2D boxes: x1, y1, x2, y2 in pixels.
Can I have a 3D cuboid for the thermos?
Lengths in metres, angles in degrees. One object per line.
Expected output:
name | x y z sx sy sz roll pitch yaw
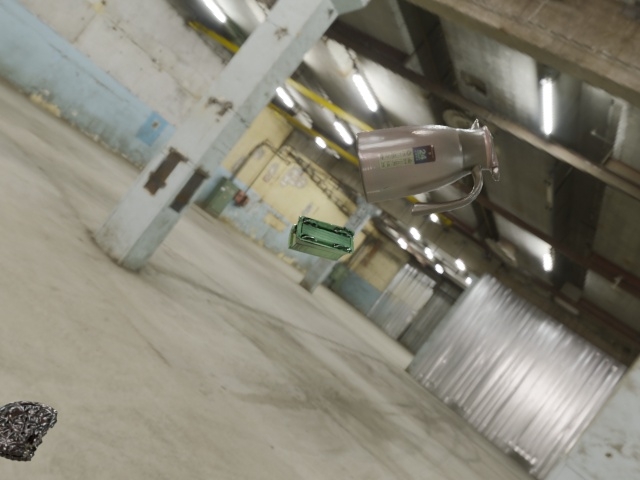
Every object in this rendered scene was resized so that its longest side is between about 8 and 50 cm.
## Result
thermos | 0.155 -0.103 0.867 0.193 0.137 0.105 -8 -20 7

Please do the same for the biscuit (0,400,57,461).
biscuit | -0.356 0.227 0.723 0.087 0.027 0.089 -1 27 -47

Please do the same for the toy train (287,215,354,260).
toy train | 0.000 0.000 0.837 0.093 0.038 0.056 15 -26 -18
